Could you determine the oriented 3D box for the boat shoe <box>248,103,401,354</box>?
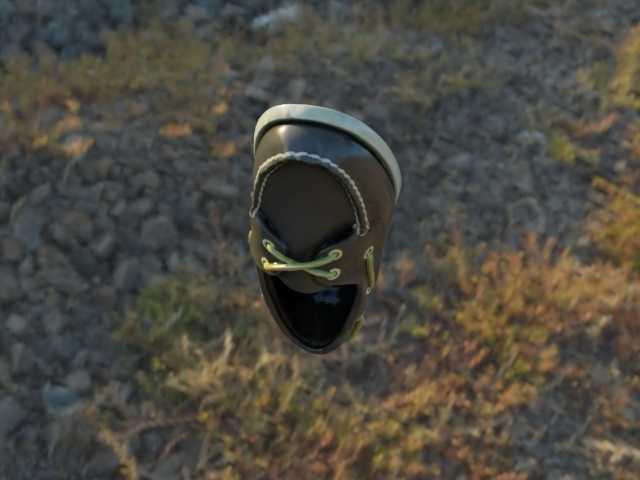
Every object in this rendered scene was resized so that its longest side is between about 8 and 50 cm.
[{"bbox_3d":[0.000,0.000,0.796,0.081,0.227,0.068,11,68,9],"label":"boat shoe"}]
